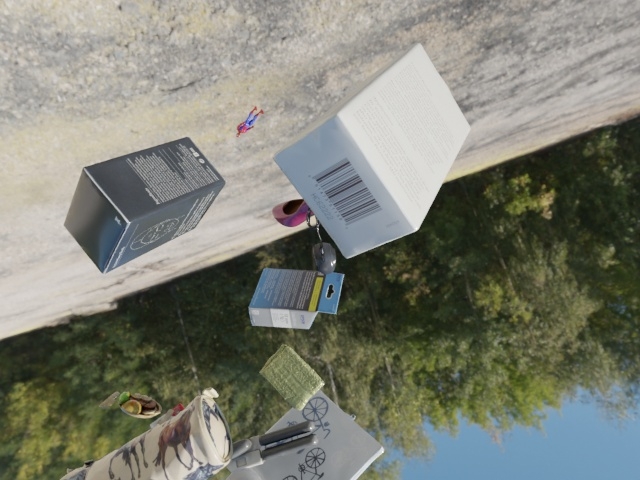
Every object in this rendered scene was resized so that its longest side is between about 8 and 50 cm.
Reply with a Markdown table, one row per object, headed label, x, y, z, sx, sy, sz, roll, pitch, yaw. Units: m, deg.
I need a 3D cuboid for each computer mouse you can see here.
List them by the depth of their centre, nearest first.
| label | x | y | z | sx | sy | sz | roll | pitch | yaw |
| --- | --- | --- | --- | --- | --- | --- | --- | --- | --- |
| computer mouse | 0.000 | 0.000 | 1.503 | 0.071 | 0.242 | 0.041 | -11 | -163 | 12 |

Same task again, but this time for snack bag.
| label | x | y | z | sx | sy | sz | roll | pitch | yaw |
| --- | --- | --- | --- | --- | --- | --- | --- | --- | --- |
| snack bag | -0.020 | 0.637 | 1.417 | 0.323 | 0.037 | 0.342 | -37 | -141 | -25 |

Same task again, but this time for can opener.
| label | x | y | z | sx | sy | sz | roll | pitch | yaw |
| --- | --- | --- | --- | --- | --- | --- | --- | --- | --- |
| can opener | -0.150 | 0.572 | 1.303 | 0.283 | 0.076 | 0.095 | -21 | 157 | 10 |

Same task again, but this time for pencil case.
| label | x | y | z | sx | sy | sz | roll | pitch | yaw |
| --- | --- | --- | --- | --- | --- | --- | --- | --- | --- |
| pencil case | -0.382 | 0.495 | 1.027 | 0.410 | 0.183 | 0.160 | -31 | 153 | 1 |

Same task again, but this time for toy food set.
| label | x | y | z | sx | sy | sz | roll | pitch | yaw |
| --- | --- | --- | --- | --- | --- | --- | --- | --- | --- |
| toy food set | -0.518 | 0.471 | 1.357 | 0.192 | 0.038 | 0.132 | 19 | -179 | -4 |

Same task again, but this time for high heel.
| label | x | y | z | sx | sy | sz | roll | pitch | yaw |
| --- | --- | --- | --- | --- | --- | --- | --- | --- | --- |
| high heel | -0.066 | -0.145 | 1.652 | 0.377 | 0.181 | 0.127 | 3 | -133 | 41 |

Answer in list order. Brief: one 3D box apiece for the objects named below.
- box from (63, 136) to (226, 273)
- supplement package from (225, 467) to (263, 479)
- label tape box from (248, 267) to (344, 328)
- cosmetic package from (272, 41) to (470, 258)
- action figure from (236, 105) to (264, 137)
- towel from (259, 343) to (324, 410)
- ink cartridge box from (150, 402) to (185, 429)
| label | x | y | z | sx | sy | sz | roll | pitch | yaw |
| --- | --- | --- | --- | --- | --- | --- | --- | --- | --- |
| box | -0.551 | -0.120 | 1.498 | 0.293 | 0.212 | 0.395 | -44 | 175 | 40 |
| supplement package | -0.242 | 0.827 | 1.400 | 0.175 | 0.177 | 0.293 | 24 | -168 | 14 |
| label tape box | -0.090 | 0.237 | 1.922 | 0.348 | 0.115 | 0.249 | 4 | -144 | 9 |
| cosmetic package | 0.128 | -0.196 | 0.916 | 0.161 | 0.230 | 0.453 | -24 | -162 | 40 |
| action figure | -0.214 | -0.343 | 1.381 | 0.038 | 0.030 | 0.115 | 15 | 139 | -42 |
| towel | -0.073 | 0.348 | 1.201 | 0.110 | 0.148 | 0.027 | -49 | 170 | 6 |
| ink cartridge box | -0.496 | 0.706 | 1.672 | 0.128 | 0.176 | 0.127 | -31 | 145 | -34 |
